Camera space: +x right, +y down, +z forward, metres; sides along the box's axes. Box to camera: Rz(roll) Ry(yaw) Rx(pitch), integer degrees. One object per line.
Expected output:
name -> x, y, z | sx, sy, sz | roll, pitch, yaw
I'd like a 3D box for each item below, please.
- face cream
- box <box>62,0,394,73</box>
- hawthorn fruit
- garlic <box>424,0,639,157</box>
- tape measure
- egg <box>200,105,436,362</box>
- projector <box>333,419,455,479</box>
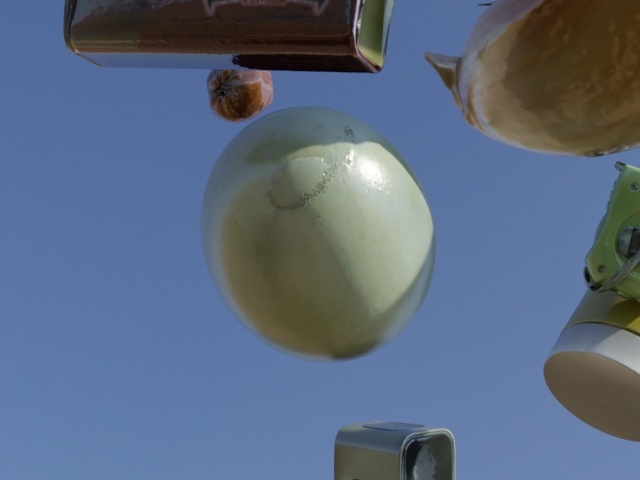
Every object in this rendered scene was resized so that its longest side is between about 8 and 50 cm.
face cream -> 0.488, 0.180, 1.742 | 0.218, 0.179, 0.218 | 28, -30, 18
box -> -0.061, -0.176, 0.755 | 0.224, 0.120, 0.069 | 7, -7, 23
hawthorn fruit -> -0.067, -0.148, 1.094 | 0.066, 0.067, 0.103 | -30, -16, 36
garlic -> 0.258, -0.224, 0.979 | 0.249, 0.286, 0.313 | 3, -30, -18
tape measure -> 0.485, 0.004, 1.649 | 0.175, 0.200, 0.106 | 23, -5, 16
egg -> 0.000, 0.000, 0.896 | 0.186, 0.187, 0.253 | -5, -32, 13
projector -> 0.069, 0.214, 1.026 | 0.082, 0.083, 0.083 | -2, -3, 44
